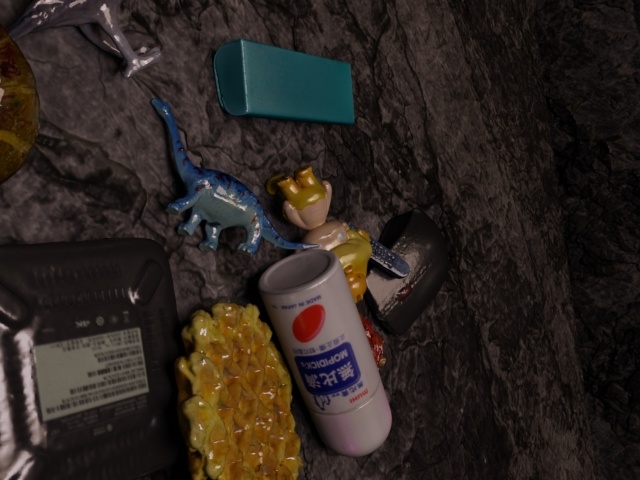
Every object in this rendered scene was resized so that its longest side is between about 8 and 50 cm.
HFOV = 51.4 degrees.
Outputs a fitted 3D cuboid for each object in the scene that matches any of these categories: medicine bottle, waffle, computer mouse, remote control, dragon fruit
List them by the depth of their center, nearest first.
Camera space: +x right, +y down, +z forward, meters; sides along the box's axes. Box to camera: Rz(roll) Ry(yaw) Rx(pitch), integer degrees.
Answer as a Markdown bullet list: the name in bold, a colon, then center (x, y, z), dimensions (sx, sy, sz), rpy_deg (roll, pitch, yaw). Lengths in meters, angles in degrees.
- **waffle**: center (-0.101, 0.231, 0.882), dimensions (0.325, 0.068, 0.302), rpy_deg (9, 70, -71)
- **medicine bottle**: center (0.018, 0.190, 1.037), dimensions (0.130, 0.130, 0.341), rpy_deg (-48, 127, -47)
- **dragon fruit**: center (0.081, 0.191, 1.184), dimensions (0.106, 0.083, 0.162), rpy_deg (9, 72, -54)
- **remote control**: center (0.103, 0.025, 1.251), dimensions (0.152, 0.027, 0.044), rpy_deg (35, 65, -15)
- **computer mouse**: center (0.188, 0.053, 1.349), dimensions (0.168, 0.087, 0.295), rpy_deg (56, 44, -23)

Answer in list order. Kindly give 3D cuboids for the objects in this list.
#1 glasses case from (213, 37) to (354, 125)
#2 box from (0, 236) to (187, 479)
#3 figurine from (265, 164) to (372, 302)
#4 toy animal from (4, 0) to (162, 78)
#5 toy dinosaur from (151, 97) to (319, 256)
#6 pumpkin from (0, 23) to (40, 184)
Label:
- **glasses case**: center (-0.051, -0.258, 1.130), dimensions (0.301, 0.070, 0.117), rpy_deg (-7, 94, -55)
- **box**: center (-0.268, 0.140, 0.733), dimensions (0.290, 0.073, 0.289), rpy_deg (-3, 84, -54)
- **figurine**: center (0.000, 0.000, 1.088), dimensions (0.156, 0.131, 0.247), rpy_deg (-26, 106, -17)
- **toy animal**: center (-0.284, -0.285, 0.817), dimensions (0.206, 0.081, 0.367), rpy_deg (47, 55, -42)
- **toy dinosaur**: center (-0.144, -0.045, 0.941), dimensions (0.329, 0.076, 0.144), rpy_deg (42, 53, -18)
- **pumpkin**: center (-0.368, -0.132, 0.605), dimensions (0.218, 0.162, 0.219), rpy_deg (-3, 95, -29)
